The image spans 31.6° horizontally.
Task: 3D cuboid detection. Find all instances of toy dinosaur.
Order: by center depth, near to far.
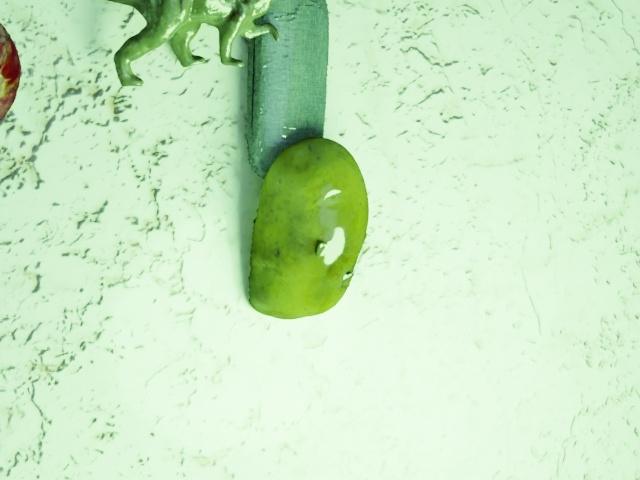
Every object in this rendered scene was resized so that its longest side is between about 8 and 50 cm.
[{"bbox_3d":[-0.155,-0.296,1.434,0.294,0.077,0.162,-13,113,-12],"label":"toy dinosaur"}]

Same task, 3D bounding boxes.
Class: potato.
[{"bbox_3d":[0.000,0.000,1.542,0.160,0.111,0.271,-3,115,-30],"label":"potato"}]

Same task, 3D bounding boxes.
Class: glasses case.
[{"bbox_3d":[-0.044,-0.218,1.538,0.109,0.067,0.282,-3,98,-30],"label":"glasses case"}]

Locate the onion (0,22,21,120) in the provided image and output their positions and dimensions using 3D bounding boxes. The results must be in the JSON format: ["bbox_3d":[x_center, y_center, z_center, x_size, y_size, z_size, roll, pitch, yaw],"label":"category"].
[{"bbox_3d":[-0.433,-0.192,1.295,0.177,0.153,0.177,-11,108,-37],"label":"onion"}]
